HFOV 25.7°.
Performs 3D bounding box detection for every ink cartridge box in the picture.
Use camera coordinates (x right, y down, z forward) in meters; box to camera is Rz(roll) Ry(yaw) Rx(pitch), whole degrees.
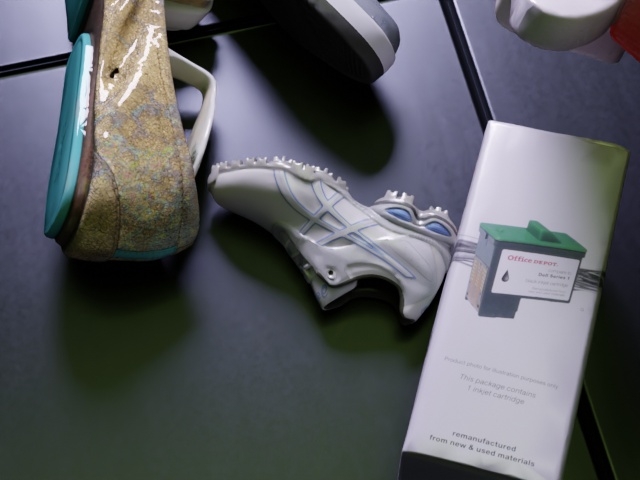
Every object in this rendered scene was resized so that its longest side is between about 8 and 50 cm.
[{"bbox_3d":[0.116,0.061,0.863,0.092,0.160,0.219,13,65,7],"label":"ink cartridge box"}]

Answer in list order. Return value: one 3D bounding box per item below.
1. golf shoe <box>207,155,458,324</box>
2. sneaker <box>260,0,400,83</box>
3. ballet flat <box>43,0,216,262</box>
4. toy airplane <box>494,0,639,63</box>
[{"bbox_3d":[0.000,0.000,0.942,0.176,0.069,0.086,17,72,8],"label":"golf shoe"},{"bbox_3d":[0.003,-0.263,1.033,0.178,0.124,0.295,-39,70,-6],"label":"sneaker"},{"bbox_3d":[-0.128,-0.143,0.987,0.123,0.123,0.349,-2,65,-2],"label":"ballet flat"},{"bbox_3d":[0.295,-0.137,0.815,0.384,0.272,0.386,0,55,-48],"label":"toy airplane"}]
